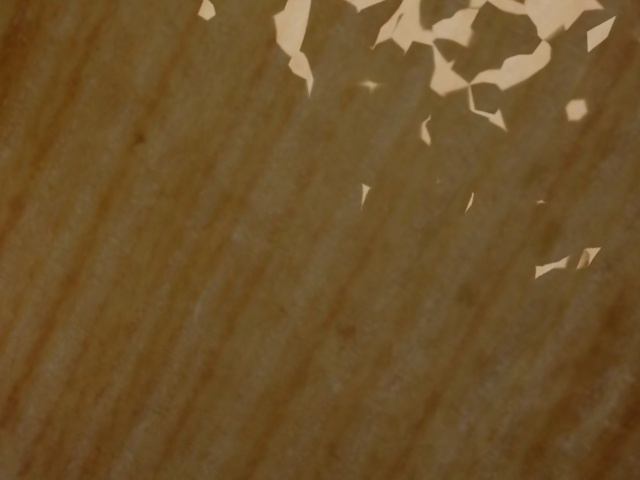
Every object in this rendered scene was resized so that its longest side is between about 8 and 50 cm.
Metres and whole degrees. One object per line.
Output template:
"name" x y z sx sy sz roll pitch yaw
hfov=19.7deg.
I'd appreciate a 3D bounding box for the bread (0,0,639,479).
"bread" 0.000 0.000 0.504 0.267 0.040 0.267 3 100 18
